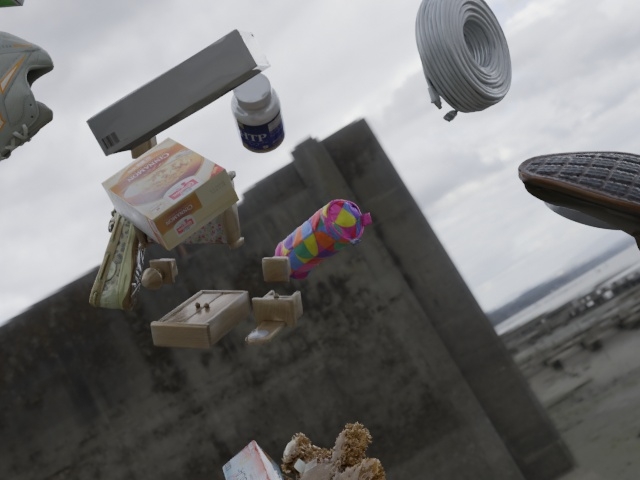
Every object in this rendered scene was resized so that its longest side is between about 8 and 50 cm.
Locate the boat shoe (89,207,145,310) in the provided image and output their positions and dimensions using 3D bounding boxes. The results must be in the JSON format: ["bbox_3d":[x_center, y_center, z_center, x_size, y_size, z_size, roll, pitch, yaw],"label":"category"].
[{"bbox_3d":[-0.403,0.001,1.852,0.089,0.285,0.104,3,-26,2],"label":"boat shoe"}]

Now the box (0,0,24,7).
[{"bbox_3d":[-0.624,-0.532,1.608,0.262,0.231,0.127,2,-20,26],"label":"box"}]

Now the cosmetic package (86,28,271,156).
[{"bbox_3d":[-0.189,-0.199,1.229,0.239,0.060,0.099,-29,3,11],"label":"cosmetic package"}]

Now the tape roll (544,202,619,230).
[{"bbox_3d":[0.587,-0.098,1.938,0.219,0.219,0.072,-20,-53,-45],"label":"tape roll"}]

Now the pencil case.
[{"bbox_3d":[0.000,0.000,1.914,0.104,0.104,0.236,-22,-8,-40],"label":"pencil case"}]

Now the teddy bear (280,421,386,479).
[{"bbox_3d":[0.020,0.469,1.728,0.338,0.113,0.245,-21,40,41],"label":"teddy bear"}]

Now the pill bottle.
[{"bbox_3d":[-0.141,-0.287,2.041,0.112,0.112,0.186,-29,-26,-9],"label":"pill bottle"}]

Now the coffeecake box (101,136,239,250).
[{"bbox_3d":[-0.243,-0.079,1.471,0.142,0.185,0.068,-38,-50,-20],"label":"coffeecake box"}]

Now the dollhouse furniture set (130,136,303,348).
[{"bbox_3d":[-0.213,-0.005,1.605,0.303,0.355,0.174,0,18,23],"label":"dollhouse furniture set"}]

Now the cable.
[{"bbox_3d":[0.287,-0.383,1.831,0.089,0.257,0.257,-17,6,40],"label":"cable"}]

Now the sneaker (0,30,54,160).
[{"bbox_3d":[-0.381,-0.130,1.072,0.121,0.262,0.099,13,-16,-17],"label":"sneaker"}]

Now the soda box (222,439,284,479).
[{"bbox_3d":[-0.079,0.336,1.210,0.063,0.058,0.183,-41,16,-3],"label":"soda box"}]

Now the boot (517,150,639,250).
[{"bbox_3d":[0.251,0.001,0.686,0.082,0.219,0.106,-43,-40,-46],"label":"boot"}]
